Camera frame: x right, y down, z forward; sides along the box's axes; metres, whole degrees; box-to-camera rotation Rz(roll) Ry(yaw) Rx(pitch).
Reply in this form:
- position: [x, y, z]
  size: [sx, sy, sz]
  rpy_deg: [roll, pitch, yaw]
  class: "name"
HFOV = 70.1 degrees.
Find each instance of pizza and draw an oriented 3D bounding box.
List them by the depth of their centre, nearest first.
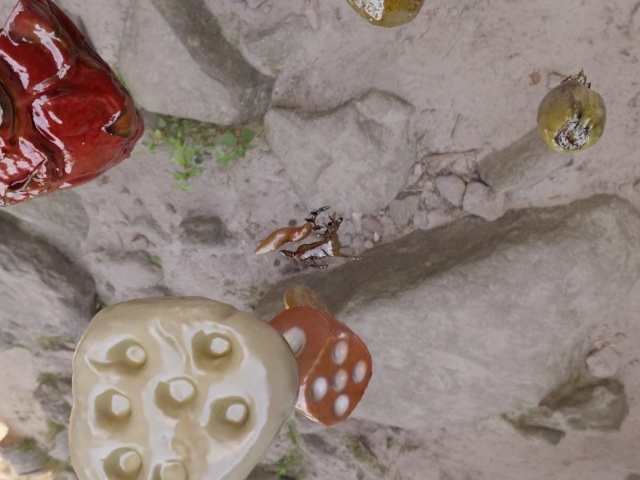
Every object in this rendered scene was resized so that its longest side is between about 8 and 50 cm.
- position: [-0.053, 0.217, 1.509]
  size: [0.087, 0.268, 0.258]
  rpy_deg: [-41, 133, 6]
  class: "pizza"

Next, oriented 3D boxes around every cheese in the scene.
- position: [-0.136, 0.151, 0.451]
  size: [0.235, 0.117, 0.218]
  rpy_deg: [-32, 84, 1]
  class: "cheese"

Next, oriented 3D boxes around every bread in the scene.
- position: [0.150, -0.609, 1.050]
  size: [0.230, 0.230, 0.123]
  rpy_deg: [42, 150, -14]
  class: "bread"

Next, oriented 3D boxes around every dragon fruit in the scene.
- position: [-0.440, -0.168, 0.727]
  size: [0.228, 0.329, 0.286]
  rpy_deg: [4, 146, 46]
  class: "dragon fruit"

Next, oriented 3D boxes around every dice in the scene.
- position: [-0.018, 0.245, 0.900]
  size: [0.174, 0.175, 0.179]
  rpy_deg: [10, 151, 44]
  class: "dice"

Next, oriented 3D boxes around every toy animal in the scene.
- position: [0.005, 0.016, 1.308]
  size: [0.244, 0.087, 0.260]
  rpy_deg: [-31, 147, 29]
  class: "toy animal"

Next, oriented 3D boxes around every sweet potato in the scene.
- position: [-0.112, -0.009, 1.372]
  size: [0.202, 0.055, 0.058]
  rpy_deg: [-23, 157, 1]
  class: "sweet potato"

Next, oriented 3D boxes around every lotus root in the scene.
- position: [0.632, -0.327, 1.153]
  size: [0.154, 0.278, 0.154]
  rpy_deg: [15, 144, 11]
  class: "lotus root"
